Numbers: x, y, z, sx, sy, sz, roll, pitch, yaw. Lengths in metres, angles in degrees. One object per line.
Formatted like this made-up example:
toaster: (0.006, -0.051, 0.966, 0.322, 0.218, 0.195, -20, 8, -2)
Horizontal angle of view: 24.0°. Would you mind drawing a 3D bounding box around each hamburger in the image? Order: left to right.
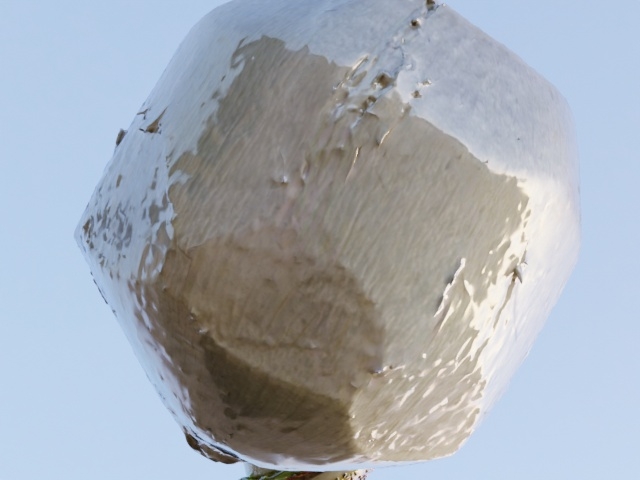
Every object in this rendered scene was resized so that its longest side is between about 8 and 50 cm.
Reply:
hamburger: (-0.009, 0.187, 1.288, 0.126, 0.141, 0.081, -24, -103, 14)

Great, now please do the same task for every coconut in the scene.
coconut: (0.000, 0.000, 1.098, 0.346, 0.360, 0.346, 31, -4, 3)
